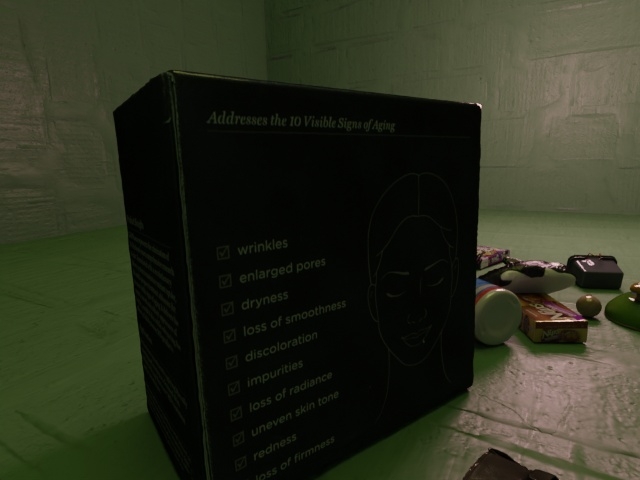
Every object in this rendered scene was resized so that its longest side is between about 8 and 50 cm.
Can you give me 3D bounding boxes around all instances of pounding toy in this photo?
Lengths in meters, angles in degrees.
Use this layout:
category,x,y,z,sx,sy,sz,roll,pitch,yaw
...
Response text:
category,x,y,z,sx,sy,sz,roll,pitch,yaw
pounding toy,0.757,0.133,0.956,0.237,0.110,0.183,9,15,40

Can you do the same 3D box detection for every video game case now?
category,x,y,z,sx,sy,sz,roll,pitch,yaw
video game case,0.565,0.053,1.551,0.210,0.041,0.232,-12,15,-37

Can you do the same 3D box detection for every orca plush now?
category,x,y,z,sx,sy,sz,roll,pitch,yaw
orca plush,0.492,0.097,1.056,0.287,0.151,0.102,-25,40,25

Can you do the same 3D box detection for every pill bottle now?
category,x,y,z,sx,sy,sz,roll,pitch,yaw
pill bottle,0.333,0.140,0.928,0.124,0.124,0.221,-5,13,-18

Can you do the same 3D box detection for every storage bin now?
category,x,y,z,sx,sy,sz,roll,pitch,yaw
storage bin,0.829,0.094,1.211,0.135,0.098,0.091,1,22,11

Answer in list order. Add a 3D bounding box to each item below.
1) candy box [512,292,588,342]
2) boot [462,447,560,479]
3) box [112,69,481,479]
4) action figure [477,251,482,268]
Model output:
category,x,y,z,sx,sy,sz,roll,pitch,yaw
candy box,0.506,0.173,0.930,0.109,0.053,0.186,-1,10,4
boot,0.212,0.290,0.343,0.229,0.091,0.263,0,6,36
box,-0.015,0.032,0.627,0.480,0.471,0.297,-9,14,-35
action figure,0.373,0.067,1.260,0.276,0.140,0.164,-8,25,-38
